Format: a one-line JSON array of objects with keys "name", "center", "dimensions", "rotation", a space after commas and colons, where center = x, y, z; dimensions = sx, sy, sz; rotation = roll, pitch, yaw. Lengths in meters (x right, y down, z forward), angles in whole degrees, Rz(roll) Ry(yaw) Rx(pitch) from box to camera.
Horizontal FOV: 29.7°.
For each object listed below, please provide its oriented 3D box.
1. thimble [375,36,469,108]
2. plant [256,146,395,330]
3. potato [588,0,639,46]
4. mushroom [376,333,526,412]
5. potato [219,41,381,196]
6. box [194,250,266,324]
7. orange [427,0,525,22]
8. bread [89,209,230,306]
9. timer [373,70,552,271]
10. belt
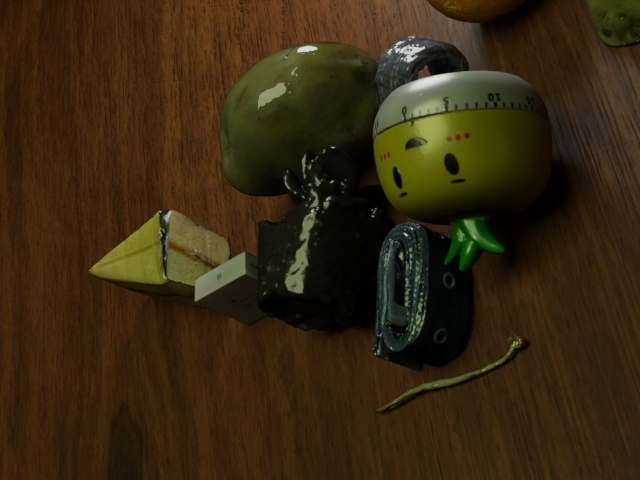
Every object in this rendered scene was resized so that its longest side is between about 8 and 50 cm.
[{"name": "thimble", "center": [0.167, -0.257, 1.969], "dimensions": [0.098, 0.150, 0.150], "rotation": [25, 88, 51]}, {"name": "plant", "center": [0.000, 0.000, 1.973], "dimensions": [0.188, 0.199, 0.276], "rotation": [-10, 60, 51]}, {"name": "potato", "center": [0.462, -0.432, 1.774], "dimensions": [0.160, 0.111, 0.271], "rotation": [-1, 68, 50]}, {"name": "mushroom", "center": [0.189, 0.207, 1.787], "dimensions": [0.286, 0.026, 0.028], "rotation": [-34, 31, 33]}, {"name": "potato", "center": [-0.035, -0.215, 2.092], "dimensions": [0.326, 0.243, 0.221], "rotation": [-37, 37, 30]}, {"name": "box", "center": [-0.130, 0.085, 2.119], "dimensions": [0.129, 0.130, 0.051], "rotation": [-30, 48, 34]}, {"name": "orange", "center": [0.258, -0.460, 1.959], "dimensions": [0.219, 0.193, 0.219], "rotation": [-48, 25, 31]}, {"name": "bread", "center": [-0.307, 0.086, 2.296], "dimensions": [0.264, 0.168, 0.163], "rotation": [-36, 47, 34]}, {"name": "timer", "center": [0.212, -0.089, 1.756], "dimensions": [0.285, 0.285, 0.285], "rotation": [-25, 52, 37]}, {"name": "belt", "center": [0.142, 0.074, 1.823], "dimensions": [0.122, 0.128, 0.218], "rotation": [-27, 49, 44]}]
